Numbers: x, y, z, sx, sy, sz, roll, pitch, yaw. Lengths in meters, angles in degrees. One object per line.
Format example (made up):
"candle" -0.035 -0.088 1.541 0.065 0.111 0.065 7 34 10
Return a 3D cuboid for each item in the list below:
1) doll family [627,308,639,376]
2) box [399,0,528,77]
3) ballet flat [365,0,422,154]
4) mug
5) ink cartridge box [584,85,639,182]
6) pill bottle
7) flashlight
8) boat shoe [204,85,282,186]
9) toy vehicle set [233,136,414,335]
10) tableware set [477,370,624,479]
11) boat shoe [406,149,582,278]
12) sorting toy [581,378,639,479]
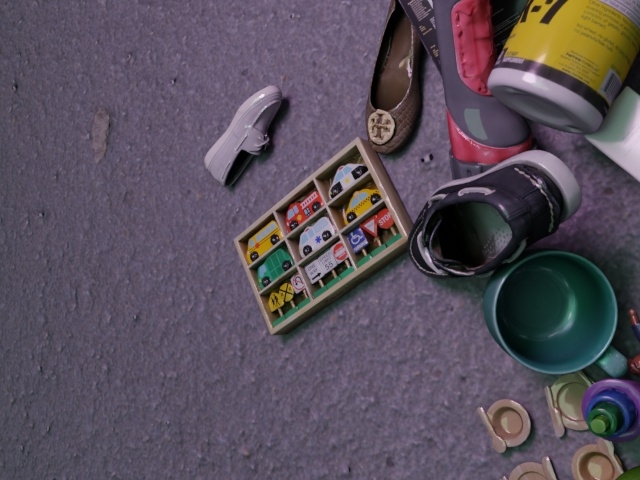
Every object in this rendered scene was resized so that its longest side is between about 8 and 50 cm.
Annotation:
"doll family" 0.394 0.126 0.727 0.193 0.076 0.111 45 116 36
"box" 0.227 -0.348 0.843 0.308 0.076 0.242 -30 89 31
"ballet flat" 0.102 -0.240 0.985 0.084 0.058 0.249 16 95 35
"mug" 0.249 0.086 0.809 0.130 0.097 0.157 -17 91 3
"ink cartridge box" 0.371 -0.060 0.731 0.198 0.115 0.067 50 115 28
"pill bottle" 0.260 -0.220 0.719 0.119 0.119 0.208 28 92 35
"flashlight" 0.177 -0.198 0.804 0.103 0.103 0.304 -114 10 -60
"boat shoe" -0.111 -0.156 1.136 0.184 0.066 0.063 -44 72 24
"toy vehicle set" 0.000 0.000 1.052 0.267 0.035 0.165 -38 65 28
"tableware set" 0.265 0.235 0.841 0.169 0.020 0.141 -32 67 30
"boat shoe" 0.155 -0.011 0.813 0.114 0.091 0.302 54 157 6
"sorting toy" 0.330 0.315 0.703 0.127 0.126 0.365 -25 77 32
